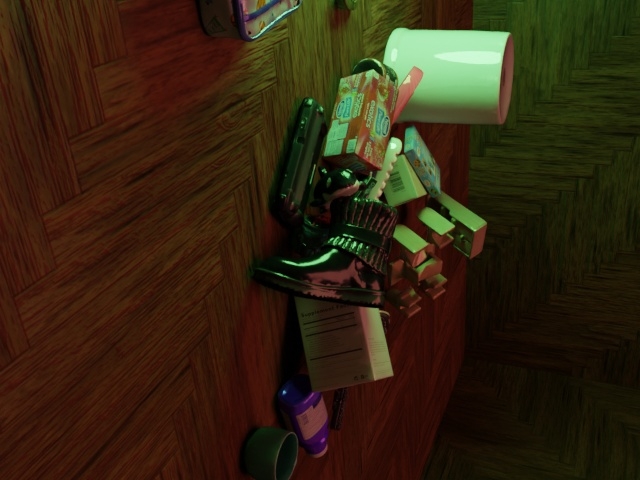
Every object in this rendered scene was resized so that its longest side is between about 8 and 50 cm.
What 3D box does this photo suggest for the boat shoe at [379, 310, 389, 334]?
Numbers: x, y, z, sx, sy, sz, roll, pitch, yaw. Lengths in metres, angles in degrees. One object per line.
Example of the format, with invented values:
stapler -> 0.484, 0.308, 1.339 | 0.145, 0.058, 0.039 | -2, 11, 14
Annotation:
boat shoe -> 0.209, 0.295, 2.389 | 0.206, 0.075, 0.064 | 56, 43, -65

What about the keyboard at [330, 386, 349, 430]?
keyboard -> 0.067, 0.526, 2.182 | 0.108, 0.023, 0.180 | 46, 54, -62

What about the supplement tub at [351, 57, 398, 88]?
supplement tub -> 0.174, -0.485, 2.027 | 0.198, 0.106, 0.105 | -12, 108, -66

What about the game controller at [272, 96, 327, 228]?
game controller -> -0.047, -0.189, 1.660 | 0.166, 0.067, 0.318 | 76, 27, -71

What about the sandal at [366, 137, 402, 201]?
sandal -> 0.117, -0.124, 2.002 | 0.416, 0.102, 0.169 | -64, 179, -5

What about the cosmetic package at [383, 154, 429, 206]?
cosmetic package -> 0.311, -0.219, 2.369 | 0.309, 0.113, 0.160 | -23, 93, -64

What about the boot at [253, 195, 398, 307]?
boot -> 0.018, 0.013, 1.598 | 0.348, 0.131, 0.259 | 12, 79, -25

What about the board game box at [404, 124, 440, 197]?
board game box -> 0.356, -0.276, 2.321 | 0.211, 0.039, 0.160 | 54, 29, -30

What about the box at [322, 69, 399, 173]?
box -> 0.112, -0.324, 1.852 | 0.123, 0.128, 0.256 | 26, 70, -42

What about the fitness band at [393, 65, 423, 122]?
fitness band -> 0.230, -0.410, 2.096 | 0.290, 0.054, 0.209 | -57, -178, 16

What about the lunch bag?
lunch bag -> -0.125, -0.520, 1.285 | 0.303, 0.115, 0.243 | -54, 146, -48

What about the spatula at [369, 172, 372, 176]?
spatula -> 0.144, -0.098, 2.187 | 0.168, 0.019, 0.241 | -27, 121, -63

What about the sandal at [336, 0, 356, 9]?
sandal -> 0.068, -0.657, 1.803 | 0.180, 0.049, 0.072 | -55, 154, -75

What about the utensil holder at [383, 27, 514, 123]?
utensil holder -> 0.444, -0.558, 2.293 | 0.328, 0.386, 0.327 | 7, 90, -69

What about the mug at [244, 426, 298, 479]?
mug -> -0.122, 0.527, 1.620 | 0.129, 0.098, 0.157 | -56, 146, -49

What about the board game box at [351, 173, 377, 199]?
board game box -> 0.095, -0.128, 1.859 | 0.126, 0.026, 0.186 | -54, -168, 4

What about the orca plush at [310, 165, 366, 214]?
orca plush -> 0.035, -0.151, 1.739 | 0.287, 0.151, 0.102 | 29, 40, -83

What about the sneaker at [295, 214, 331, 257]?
sneaker -> 0.000, 0.000, 1.799 | 0.262, 0.104, 0.125 | 3, 112, -65

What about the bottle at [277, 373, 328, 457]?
bottle -> -0.036, 0.485, 1.812 | 0.118, 0.092, 0.282 | -42, 138, -29

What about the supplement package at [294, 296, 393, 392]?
supplement package -> 0.058, 0.233, 1.754 | 0.177, 0.176, 0.292 | 19, 57, -67

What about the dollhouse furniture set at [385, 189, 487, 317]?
dollhouse furniture set -> 0.381, 0.010, 2.487 | 0.394, 0.256, 0.362 | -31, 142, -24
